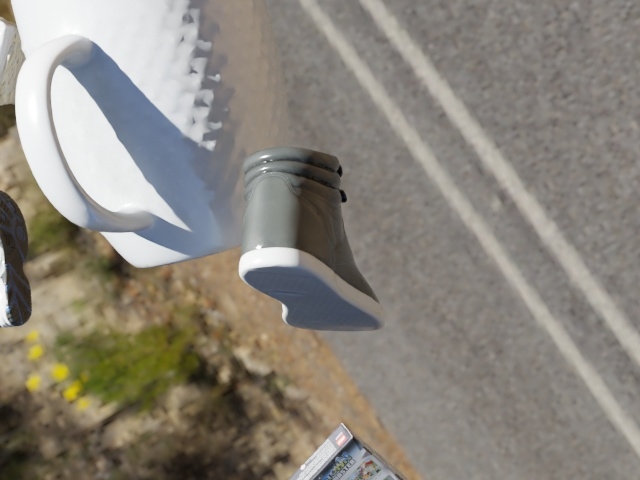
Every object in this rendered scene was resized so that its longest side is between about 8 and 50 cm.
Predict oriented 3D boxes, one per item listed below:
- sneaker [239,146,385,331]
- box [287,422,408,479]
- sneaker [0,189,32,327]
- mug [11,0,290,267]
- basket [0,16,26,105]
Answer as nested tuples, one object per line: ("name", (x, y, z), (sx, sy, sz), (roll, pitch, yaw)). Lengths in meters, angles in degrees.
("sneaker", (0.000, 0.000, 1.429), (0.296, 0.105, 0.146), (47, -138, -65))
("box", (-0.005, 0.313, 1.614), (0.114, 0.207, 0.036), (44, 180, -27))
("sneaker", (-0.467, 0.026, 2.079), (0.080, 0.081, 0.211), (37, -138, -58))
("mug", (-0.195, -0.136, 1.606), (0.276, 0.374, 0.328), (-11, 98, 31))
("basket", (-0.460, -0.245, 1.856), (0.167, 0.113, 0.103), (20, -170, 12))
